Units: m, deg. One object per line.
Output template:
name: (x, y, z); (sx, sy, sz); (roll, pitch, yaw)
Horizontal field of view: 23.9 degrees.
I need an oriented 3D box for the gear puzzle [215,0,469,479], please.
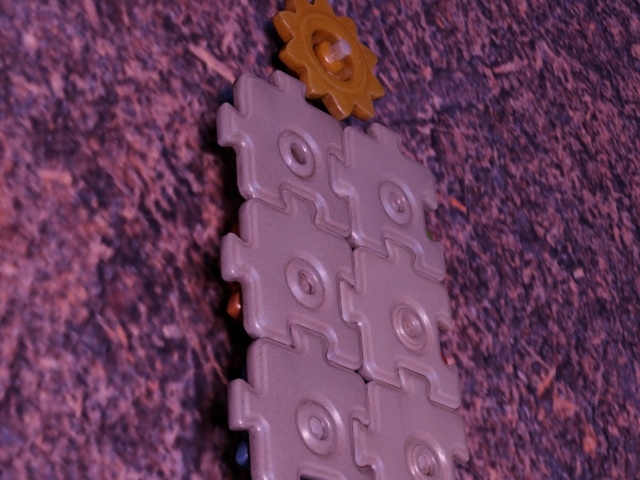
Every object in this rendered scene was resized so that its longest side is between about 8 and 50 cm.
gear puzzle: (0.000, 0.000, 0.825); (0.175, 0.044, 0.339); (24, 50, -40)
